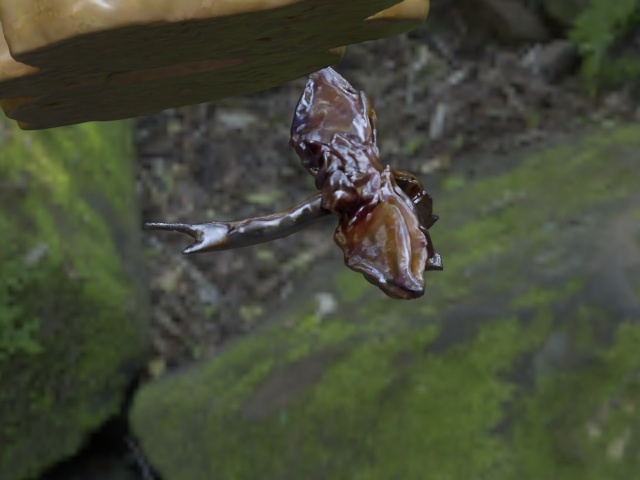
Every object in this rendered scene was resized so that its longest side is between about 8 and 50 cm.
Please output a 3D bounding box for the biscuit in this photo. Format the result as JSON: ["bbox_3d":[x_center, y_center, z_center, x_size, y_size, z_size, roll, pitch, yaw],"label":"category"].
[{"bbox_3d":[-0.036,-0.059,0.508,0.133,0.027,0.184,-12,-2,3],"label":"biscuit"}]

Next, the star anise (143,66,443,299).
[{"bbox_3d":[-0.006,-0.008,1.119,0.144,0.140,0.158,-35,19,16],"label":"star anise"}]
